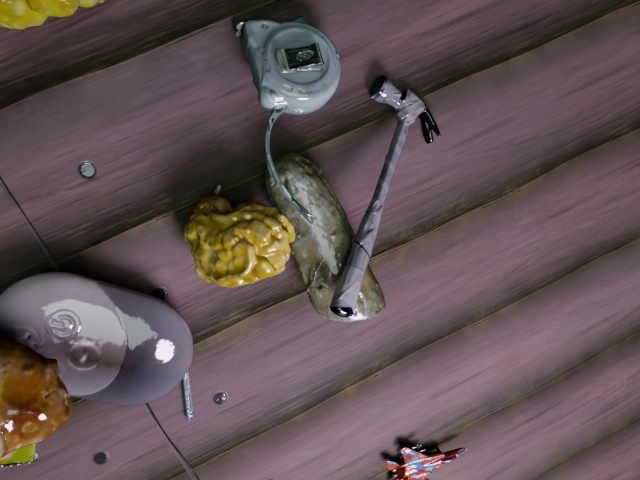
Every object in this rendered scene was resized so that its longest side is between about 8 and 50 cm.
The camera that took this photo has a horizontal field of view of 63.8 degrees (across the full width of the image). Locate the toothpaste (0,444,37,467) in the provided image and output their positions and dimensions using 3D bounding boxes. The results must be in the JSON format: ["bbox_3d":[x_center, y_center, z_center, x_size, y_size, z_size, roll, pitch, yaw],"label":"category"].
[{"bbox_3d":[-0.627,0.308,0.813,0.328,0.077,0.110,7,104,-37],"label":"toothpaste"}]

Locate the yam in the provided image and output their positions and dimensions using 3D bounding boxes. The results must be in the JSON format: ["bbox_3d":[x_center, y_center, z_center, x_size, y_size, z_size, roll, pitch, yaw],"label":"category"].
[{"bbox_3d":[0.000,0.000,0.915,0.133,0.133,0.330,-27,107,-6],"label":"yam"}]

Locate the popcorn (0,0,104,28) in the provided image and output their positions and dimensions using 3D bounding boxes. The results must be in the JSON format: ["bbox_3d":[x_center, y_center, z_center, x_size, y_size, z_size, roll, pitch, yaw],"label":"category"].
[{"bbox_3d":[-0.419,-0.387,0.640,0.250,0.234,0.241,-16,128,3],"label":"popcorn"}]

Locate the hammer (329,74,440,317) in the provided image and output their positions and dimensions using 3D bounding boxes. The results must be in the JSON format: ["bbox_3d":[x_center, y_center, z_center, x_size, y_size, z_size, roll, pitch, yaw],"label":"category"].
[{"bbox_3d":[0.092,-0.075,0.887,0.152,0.044,0.426,28,74,-23],"label":"hammer"}]

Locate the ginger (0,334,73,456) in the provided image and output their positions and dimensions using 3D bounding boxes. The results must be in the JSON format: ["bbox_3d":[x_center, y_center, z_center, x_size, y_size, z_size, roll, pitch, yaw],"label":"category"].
[{"bbox_3d":[-0.575,0.207,0.716,0.419,0.254,0.176,25,126,-3],"label":"ginger"}]

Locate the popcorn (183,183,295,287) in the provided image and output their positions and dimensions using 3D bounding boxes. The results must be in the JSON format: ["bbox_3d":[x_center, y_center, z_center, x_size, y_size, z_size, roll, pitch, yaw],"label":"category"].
[{"bbox_3d":[-0.142,0.012,0.859,0.194,0.140,0.163,17,120,20],"label":"popcorn"}]

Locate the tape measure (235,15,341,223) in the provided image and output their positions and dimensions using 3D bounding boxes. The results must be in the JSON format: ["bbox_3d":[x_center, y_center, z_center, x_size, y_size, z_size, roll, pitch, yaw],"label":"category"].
[{"bbox_3d":[-0.023,-0.199,0.813,0.164,0.084,0.330,-16,82,-10],"label":"tape measure"}]

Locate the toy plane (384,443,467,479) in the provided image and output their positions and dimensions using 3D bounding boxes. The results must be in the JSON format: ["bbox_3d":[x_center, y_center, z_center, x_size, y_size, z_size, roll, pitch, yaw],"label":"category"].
[{"bbox_3d":[0.241,0.500,1.167,0.189,0.061,0.130,-20,109,-13],"label":"toy plane"}]

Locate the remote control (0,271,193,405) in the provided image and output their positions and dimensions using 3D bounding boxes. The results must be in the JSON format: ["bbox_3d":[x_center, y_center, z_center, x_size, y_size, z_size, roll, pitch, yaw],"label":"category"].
[{"bbox_3d":[-0.384,0.173,0.876,0.332,0.103,0.221,19,107,-21],"label":"remote control"}]

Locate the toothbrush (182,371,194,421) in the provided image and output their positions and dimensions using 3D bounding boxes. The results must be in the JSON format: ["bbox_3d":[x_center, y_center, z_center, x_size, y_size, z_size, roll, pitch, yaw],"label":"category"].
[{"bbox_3d":[-0.261,0.248,0.978,0.019,0.016,0.219,-6,108,-12],"label":"toothbrush"}]
